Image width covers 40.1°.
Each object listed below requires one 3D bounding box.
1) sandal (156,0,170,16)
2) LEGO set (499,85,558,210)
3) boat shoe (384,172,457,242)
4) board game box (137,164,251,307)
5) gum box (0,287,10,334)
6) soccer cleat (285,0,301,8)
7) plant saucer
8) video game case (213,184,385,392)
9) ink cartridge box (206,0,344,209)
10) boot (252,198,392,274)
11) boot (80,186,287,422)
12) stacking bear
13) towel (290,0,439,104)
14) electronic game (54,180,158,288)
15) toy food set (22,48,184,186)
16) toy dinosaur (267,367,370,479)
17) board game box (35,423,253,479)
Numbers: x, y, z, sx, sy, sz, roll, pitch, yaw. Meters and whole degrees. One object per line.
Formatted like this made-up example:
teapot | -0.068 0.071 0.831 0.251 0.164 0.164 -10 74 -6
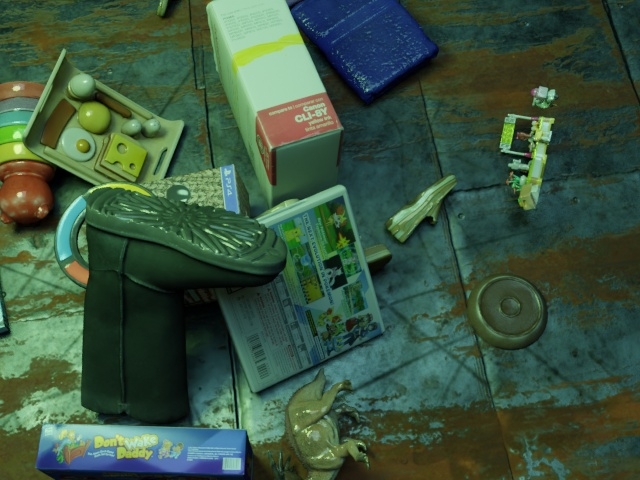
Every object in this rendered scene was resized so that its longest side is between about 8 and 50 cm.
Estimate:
sandal | -0.342 -0.607 2.104 0.049 0.072 0.180 22 68 -8
LEGO set | 0.439 -0.190 1.908 0.107 0.132 0.287 12 72 13
boat shoe | 0.228 -0.066 1.881 0.190 0.068 0.072 -39 84 -6
board game box | -0.286 0.004 1.767 0.291 0.141 0.232 -12 66 4
gum box | -0.731 0.121 1.783 0.157 0.041 0.184 -17 68 -9
soccer cleat | -0.086 -0.600 2.088 0.083 0.095 0.248 38 71 15
plant saucer | 0.388 0.141 1.805 0.168 0.029 0.168 1 66 -2
video game case | -0.046 0.095 1.684 0.300 0.329 0.036 -23 24 -15
ink cartridge box | -0.097 -0.299 1.853 0.160 0.279 0.385 -19 68 -10
boot | 0.000 0.000 1.822 0.262 0.095 0.203 -18 67 1
boot | -0.257 0.154 1.568 0.367 0.445 0.146 17 29 13
stacking bear | -0.625 -0.173 1.859 0.175 0.164 0.289 -8 72 2
towel | 0.103 -0.483 2.058 0.227 0.076 0.308 -35 72 -8
electronic game | -0.402 -0.010 1.687 0.229 0.048 0.229 -3 67 7
toy food set | -0.451 -0.235 1.852 0.306 0.092 0.220 30 63 -29
toy dinosaur | -0.020 0.371 1.648 0.200 0.127 0.296 -13 61 1
board game box | -0.299 0.394 1.566 0.347 0.233 0.078 2 66 -1
